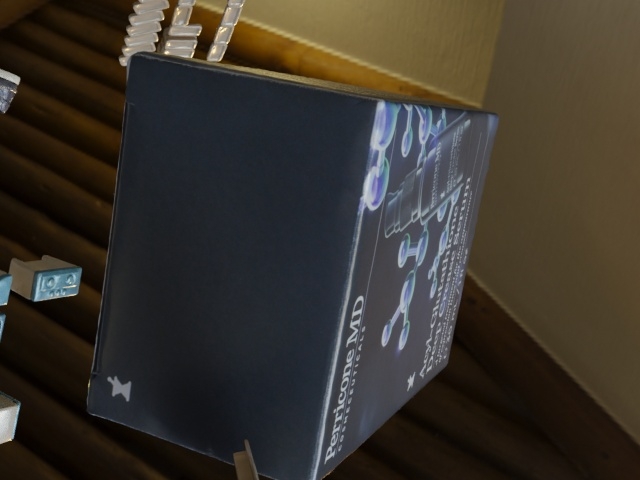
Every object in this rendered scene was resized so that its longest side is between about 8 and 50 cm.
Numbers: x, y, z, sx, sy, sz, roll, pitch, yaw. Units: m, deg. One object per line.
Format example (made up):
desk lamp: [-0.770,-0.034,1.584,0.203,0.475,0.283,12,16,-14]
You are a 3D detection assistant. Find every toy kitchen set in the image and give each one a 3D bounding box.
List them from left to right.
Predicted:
toy kitchen set: [-0.397,0.138,1.154,0.122,0.207,0.166,20,-168,26]

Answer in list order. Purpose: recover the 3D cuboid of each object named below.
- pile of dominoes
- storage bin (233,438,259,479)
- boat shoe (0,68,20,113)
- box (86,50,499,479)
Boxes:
pile of dominoes: [-0.250,-0.393,1.546,0.196,0.251,0.040,-5,-111,-23]
storage bin: [-0.149,0.231,0.486,0.262,0.123,0.260,-10,-169,-9]
boat shoe: [-0.541,-0.237,1.251,0.206,0.064,0.075,14,-179,-37]
box: [0.000,0.000,0.812,0.212,0.293,0.395,14,-168,21]
